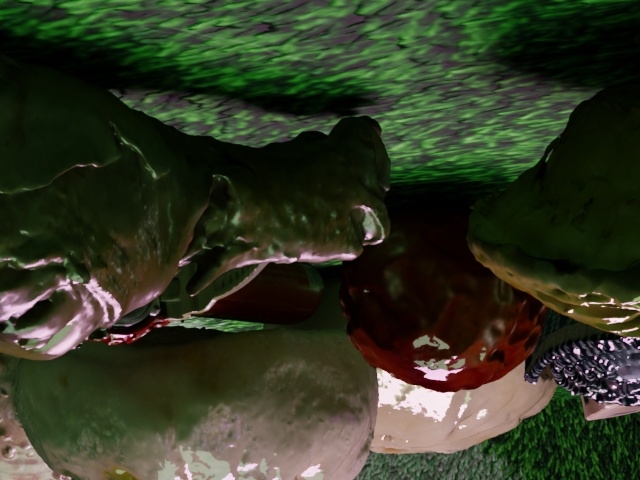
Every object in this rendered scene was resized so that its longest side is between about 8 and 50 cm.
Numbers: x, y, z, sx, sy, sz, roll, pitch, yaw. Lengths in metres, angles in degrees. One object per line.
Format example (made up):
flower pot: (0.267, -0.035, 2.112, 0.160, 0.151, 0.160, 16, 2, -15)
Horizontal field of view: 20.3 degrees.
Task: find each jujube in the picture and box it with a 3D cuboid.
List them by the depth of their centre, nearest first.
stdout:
jujube: (0.109, 0.049, 1.565, 0.174, 0.174, 0.250, -9, 173, 22)

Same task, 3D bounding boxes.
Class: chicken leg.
chicken leg: (-0.107, -0.029, 1.089, 0.429, 0.201, 0.153, -4, -159, -42)

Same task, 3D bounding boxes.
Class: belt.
belt: (0.347, 0.066, 1.801, 0.207, 0.160, 0.295, 21, 159, -24)

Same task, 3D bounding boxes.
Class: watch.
watch: (-0.133, 0.008, 1.477, 0.165, 0.102, 0.268, 1, 161, -22)

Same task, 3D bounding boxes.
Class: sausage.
sausage: (-0.065, 0.046, 1.730, 0.083, 0.083, 0.264, -10, 170, 26)

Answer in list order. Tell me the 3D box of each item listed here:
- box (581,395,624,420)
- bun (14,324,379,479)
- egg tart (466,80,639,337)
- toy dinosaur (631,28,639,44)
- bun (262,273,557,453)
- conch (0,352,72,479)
box: (0.341, 0.111, 2.043, 0.095, 0.168, 0.212, -9, 170, 1)
bun: (-0.127, 0.192, 1.783, 0.365, 0.219, 0.365, -1, 175, 0)
egg tart: (0.257, -0.031, 1.110, 0.341, 0.132, 0.341, 0, -165, 0)
toy dinosaur: (0.307, -0.119, 0.989, 0.280, 0.055, 0.101, -6, 149, 23)
bun: (0.111, 0.142, 2.028, 0.364, 0.202, 0.364, -2, 170, 0)
conch: (-0.384, 0.183, 2.029, 0.297, 0.210, 0.352, 18, 163, -24)
